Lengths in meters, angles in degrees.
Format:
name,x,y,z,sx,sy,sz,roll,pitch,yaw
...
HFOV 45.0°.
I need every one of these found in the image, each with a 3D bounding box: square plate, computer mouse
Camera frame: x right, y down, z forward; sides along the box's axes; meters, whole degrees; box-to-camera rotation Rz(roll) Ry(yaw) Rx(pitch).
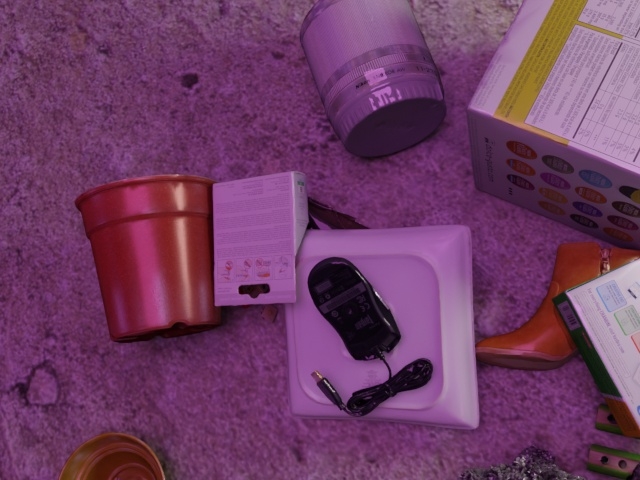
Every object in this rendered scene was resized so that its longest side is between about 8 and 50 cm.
name,x,y,z,sx,sy,sz,roll,pitch,yaw
square plate,0.087,0.150,1.313,0.347,0.049,0.343,-2,95,22
computer mouse,0.047,0.159,1.275,0.184,0.060,0.262,-37,94,17

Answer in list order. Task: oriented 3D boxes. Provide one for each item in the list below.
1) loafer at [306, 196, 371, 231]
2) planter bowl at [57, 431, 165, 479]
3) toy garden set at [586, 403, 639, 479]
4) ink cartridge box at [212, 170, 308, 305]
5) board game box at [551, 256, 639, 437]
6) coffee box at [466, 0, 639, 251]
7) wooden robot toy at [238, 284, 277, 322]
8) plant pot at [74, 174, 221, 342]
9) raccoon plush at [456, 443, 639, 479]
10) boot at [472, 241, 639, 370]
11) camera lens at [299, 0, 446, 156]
name,x,y,z,sx,sy,sz,roll,pitch,yaw
loafer,0.000,0.000,1.432,0.366,0.130,0.133,31,110,16
planter bowl,-0.361,0.461,1.401,0.217,0.090,0.217,-4,72,14
toy garden set,0.502,0.387,1.178,0.204,0.049,0.244,6,74,37
ink cartridge box,-0.106,0.000,1.360,0.181,0.056,0.224,-5,86,32
board game box,0.561,0.130,1.204,0.317,0.064,0.242,-22,77,-9
coffee box,0.466,-0.223,1.249,0.334,0.337,0.338,26,81,20
wooden robot toy,-0.150,0.083,1.463,0.079,0.173,0.076,-12,23,49
plant pot,-0.301,0.044,1.431,0.273,0.272,0.265,-11,79,12
raccoon plush,0.368,0.342,1.086,0.216,0.446,0.299,3,37,-25
boot,0.402,0.107,1.305,0.295,0.104,0.211,-1,68,9
camera lens,0.095,-0.323,1.442,0.220,0.219,0.274,-21,70,8
